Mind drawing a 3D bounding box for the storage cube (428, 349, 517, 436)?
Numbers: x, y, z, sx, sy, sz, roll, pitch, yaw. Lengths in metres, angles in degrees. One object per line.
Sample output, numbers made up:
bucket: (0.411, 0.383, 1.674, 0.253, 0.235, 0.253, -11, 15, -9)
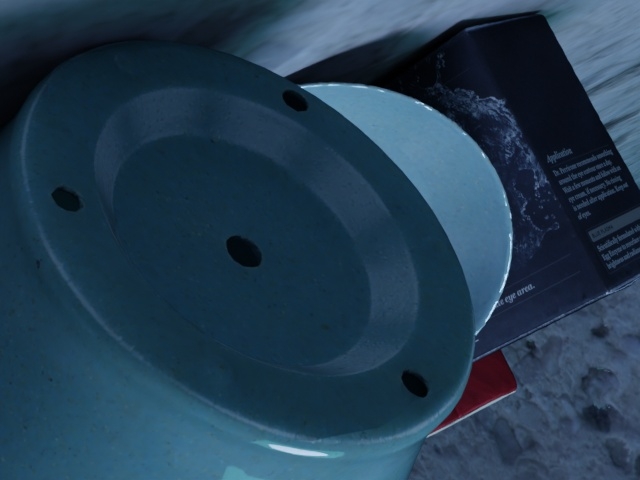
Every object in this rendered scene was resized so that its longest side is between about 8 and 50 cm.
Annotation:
storage cube: (0.000, 0.085, 1.137, 0.215, 0.193, 0.184, -32, 170, 35)

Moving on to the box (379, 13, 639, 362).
box: (0.083, -0.018, 0.819, 0.156, 0.158, 0.093, -32, 173, 37)

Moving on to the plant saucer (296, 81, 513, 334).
plant saucer: (0.000, 0.000, 0.754, 0.195, 0.195, 0.037, -27, -150, 10)

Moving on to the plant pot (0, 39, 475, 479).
plant pot: (-0.083, 0.069, 0.576, 0.272, 0.271, 0.255, -18, 153, -49)
